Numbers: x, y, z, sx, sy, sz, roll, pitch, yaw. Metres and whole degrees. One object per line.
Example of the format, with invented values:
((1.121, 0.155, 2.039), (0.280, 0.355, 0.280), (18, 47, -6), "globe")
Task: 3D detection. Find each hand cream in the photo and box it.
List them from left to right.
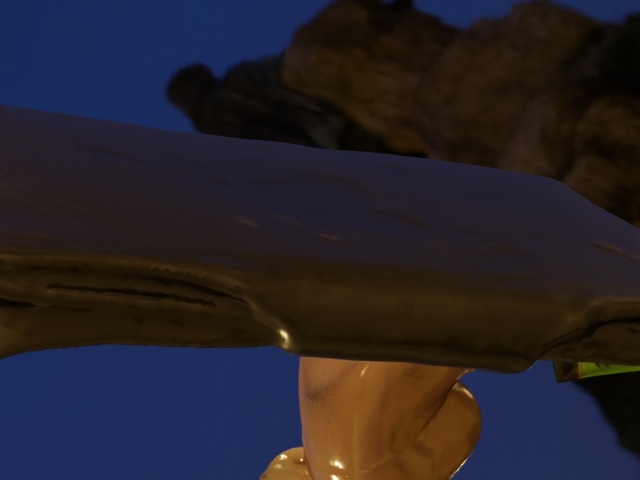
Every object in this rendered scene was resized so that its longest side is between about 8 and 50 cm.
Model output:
((0.215, 0.074, 1.081), (0.023, 0.122, 0.036), (111, 155, -79), "hand cream")

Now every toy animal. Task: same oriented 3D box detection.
((0.057, 0.113, 1.279), (0.154, 0.166, 0.250), (-8, -66, -38), "toy animal")

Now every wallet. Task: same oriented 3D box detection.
((0.000, 0.000, 0.666), (0.378, 0.197, 0.051), (4, -69, -28), "wallet")
